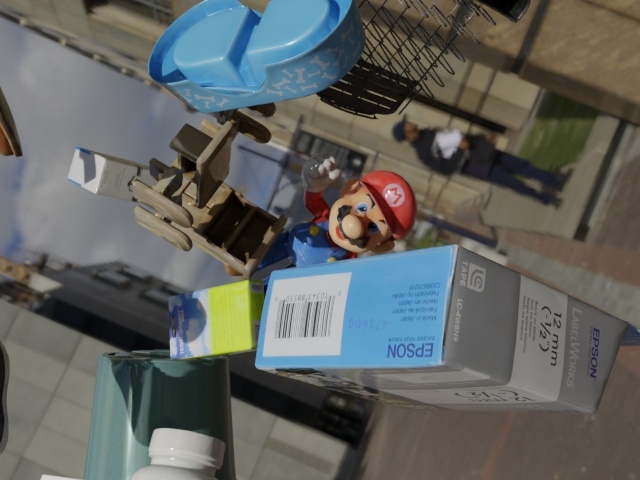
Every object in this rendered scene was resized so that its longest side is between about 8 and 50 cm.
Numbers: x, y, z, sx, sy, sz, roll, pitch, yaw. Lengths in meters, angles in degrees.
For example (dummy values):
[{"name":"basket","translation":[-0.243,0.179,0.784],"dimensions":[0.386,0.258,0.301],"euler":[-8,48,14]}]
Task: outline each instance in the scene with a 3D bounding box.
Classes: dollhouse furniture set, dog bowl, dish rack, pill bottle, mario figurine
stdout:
[{"name":"dollhouse furniture set","translation":[-0.134,-0.068,1.337],"dimensions":[0.212,0.161,0.242],"euler":[-56,-7,-24]},{"name":"dog bowl","translation":[-0.076,-0.241,1.177],"dimensions":[0.074,0.297,0.166],"euler":[54,-137,-42]},{"name":"dish rack","translation":[0.119,-0.261,1.232],"dimensions":[0.208,0.074,0.271],"euler":[13,-52,-43]},{"name":"pill bottle","translation":[-0.245,0.466,1.528],"dimensions":[0.169,0.169,0.301],"euler":[99,-179,-67]},{"name":"mario figurine","translation":[0.000,0.000,1.435],"dimensions":[0.320,0.198,0.170],"euler":[-31,41,20]}]

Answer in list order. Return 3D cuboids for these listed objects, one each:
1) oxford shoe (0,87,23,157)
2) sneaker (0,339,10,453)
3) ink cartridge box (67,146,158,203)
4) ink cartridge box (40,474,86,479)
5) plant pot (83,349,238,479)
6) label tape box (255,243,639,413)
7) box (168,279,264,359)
[{"name":"oxford shoe","translation":[-0.391,-0.167,1.014],"dimensions":[0.076,0.076,0.212],"euler":[59,175,48]},{"name":"sneaker","translation":[-0.532,0.203,1.419],"dimensions":[0.163,0.086,0.226],"euler":[81,172,-64]},{"name":"ink cartridge box","translation":[-0.453,-0.142,2.170],"dimensions":[0.203,0.148,0.086],"euler":[12,-83,-43]},{"name":"ink cartridge box","translation":[-0.303,0.360,1.192],"dimensions":[0.143,0.092,0.090],"euler":[48,-131,-44]},{"name":"plant pot","translation":[-0.308,0.387,1.827],"dimensions":[0.341,0.341,0.334],"euler":[32,-121,-84]},{"name":"label tape box","translation":[0.147,0.115,0.962],"dimensions":[0.249,0.348,0.115],"euler":[-10,64,47]},{"name":"box","translation":[-0.164,0.128,1.485],"dimensions":[0.042,0.178,0.109],"euler":[10,-108,-50]}]
